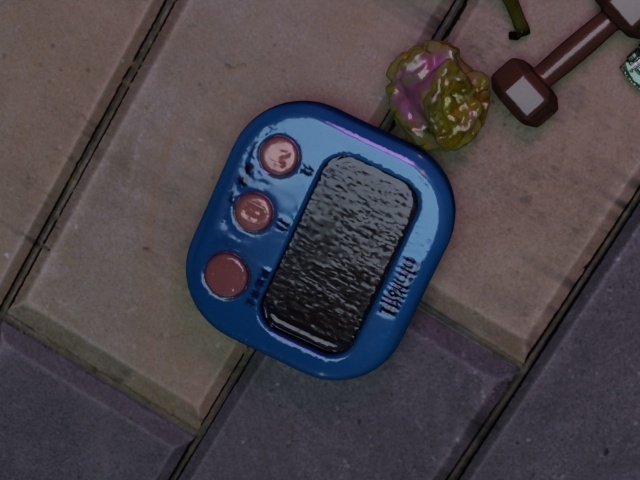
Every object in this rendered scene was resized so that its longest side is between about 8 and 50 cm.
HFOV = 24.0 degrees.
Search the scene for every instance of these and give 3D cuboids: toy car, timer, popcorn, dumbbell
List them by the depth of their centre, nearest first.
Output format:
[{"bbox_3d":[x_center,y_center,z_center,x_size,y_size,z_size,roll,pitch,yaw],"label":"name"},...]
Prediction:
[{"bbox_3d":[0.326,-0.244,1.909,0.231,0.092,0.082,-41,66,14],"label":"dumbbell"},{"bbox_3d":[0.441,-0.244,1.916,0.122,0.035,0.059,-43,93,6],"label":"toy car"},{"bbox_3d":[0.150,-0.184,1.931,0.126,0.126,0.145,-39,88,21],"label":"popcorn"},{"bbox_3d":[0.000,0.000,1.997,0.309,0.115,0.340,26,105,4],"label":"timer"}]

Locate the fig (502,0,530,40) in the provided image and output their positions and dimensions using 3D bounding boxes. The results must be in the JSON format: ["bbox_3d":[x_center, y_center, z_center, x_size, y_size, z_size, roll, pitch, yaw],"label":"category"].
[{"bbox_3d":[0.180,-0.351,1.881,0.259,0.151,0.151,44,105,-6],"label":"fig"}]
